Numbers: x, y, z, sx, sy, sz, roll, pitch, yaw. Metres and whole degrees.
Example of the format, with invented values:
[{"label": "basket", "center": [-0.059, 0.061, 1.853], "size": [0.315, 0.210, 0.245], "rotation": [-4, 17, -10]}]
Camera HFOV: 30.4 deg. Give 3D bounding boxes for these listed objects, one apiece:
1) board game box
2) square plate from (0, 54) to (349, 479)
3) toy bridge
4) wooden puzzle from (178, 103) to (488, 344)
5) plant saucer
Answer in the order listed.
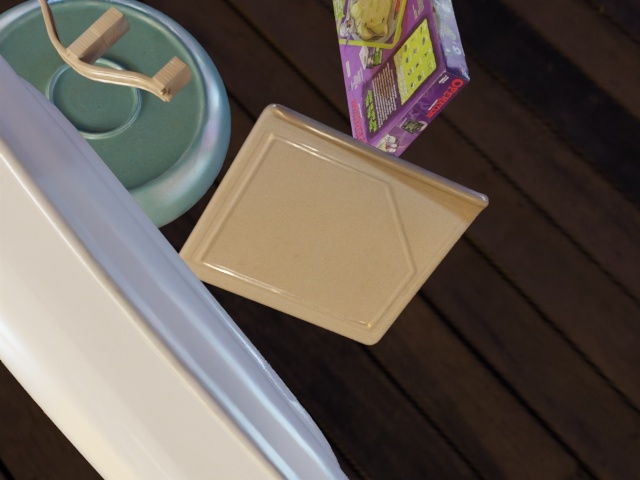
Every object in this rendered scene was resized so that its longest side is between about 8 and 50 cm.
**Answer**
[{"label": "board game box", "center": [0.102, -0.287, 1.630], "size": [0.056, 0.208, 0.346], "rotation": [19, 47, -31]}, {"label": "square plate", "center": [-0.122, 0.049, 0.635], "size": [0.049, 0.344, 0.347], "rotation": [-41, 95, -23]}, {"label": "toy bridge", "center": [-0.196, -0.176, 1.037], "size": [0.188, 0.026, 0.063], "rotation": [39, 76, 21]}, {"label": "wooden puzzle", "center": [0.005, -0.011, 1.097], "size": [0.221, 0.238, 0.044], "rotation": [23, 42, -16]}, {"label": "plant saucer", "center": [-0.254, -0.153, 1.314], "size": [0.318, 0.043, 0.317], "rotation": [6, 66, -12]}]
